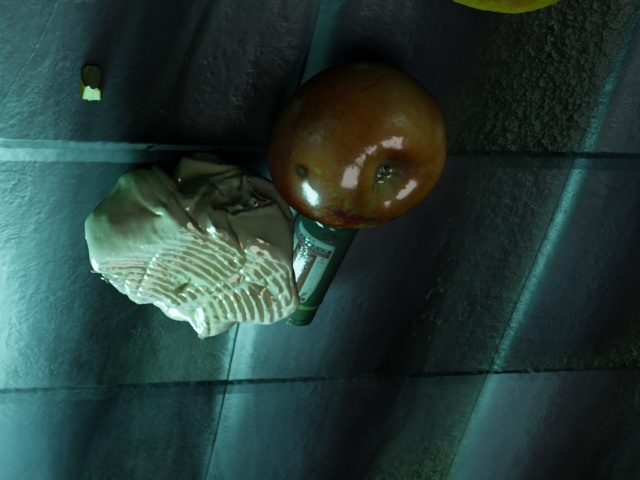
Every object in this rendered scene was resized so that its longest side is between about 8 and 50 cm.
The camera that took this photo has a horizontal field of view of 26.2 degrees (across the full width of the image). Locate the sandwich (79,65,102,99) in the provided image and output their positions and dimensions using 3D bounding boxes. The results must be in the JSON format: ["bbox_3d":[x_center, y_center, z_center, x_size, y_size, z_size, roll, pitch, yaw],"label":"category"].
[{"bbox_3d":[-0.314,-0.219,1.885,0.031,0.044,0.083,-2,173,-13],"label":"sandwich"}]

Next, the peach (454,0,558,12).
[{"bbox_3d":[0.222,-0.464,1.668,0.370,0.370,0.370,-10,133,-11],"label":"peach"}]

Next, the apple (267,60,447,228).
[{"bbox_3d":[0.056,-0.130,1.943,0.254,0.253,0.253,-10,133,-11],"label":"apple"}]

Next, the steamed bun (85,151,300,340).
[{"bbox_3d":[-0.176,-0.011,2.008,0.275,0.206,0.320,-29,136,28],"label":"steamed bun"}]

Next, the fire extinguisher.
[{"bbox_3d":[0.000,0.000,2.153,0.093,0.118,0.294,-25,148,-51],"label":"fire extinguisher"}]
